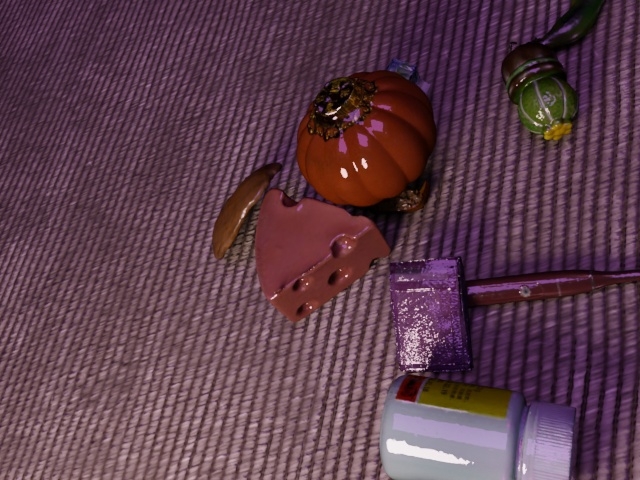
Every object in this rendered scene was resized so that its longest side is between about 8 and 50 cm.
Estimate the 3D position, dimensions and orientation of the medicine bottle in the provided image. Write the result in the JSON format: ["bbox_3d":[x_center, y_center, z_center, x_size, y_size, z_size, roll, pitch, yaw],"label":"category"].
[{"bbox_3d":[0.197,0.252,0.799,0.226,0.139,0.139,4,68,24],"label":"medicine bottle"}]

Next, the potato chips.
[{"bbox_3d":[-0.135,-0.060,1.081,0.202,0.049,0.150,-43,20,38],"label":"potato chips"}]

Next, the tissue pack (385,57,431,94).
[{"bbox_3d":[0.135,-0.240,1.097,0.079,0.085,0.111,27,77,29],"label":"tissue pack"}]

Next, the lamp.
[{"bbox_3d":[0.067,-0.156,0.962,0.223,0.196,0.223,-21,46,24],"label":"lamp"}]

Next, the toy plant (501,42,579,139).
[{"bbox_3d":[0.350,-0.232,1.004,0.093,0.093,0.162,-20,63,12],"label":"toy plant"}]

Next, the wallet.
[{"bbox_3d":[0.158,0.109,0.919,0.111,0.030,0.165,-7,85,19],"label":"wallet"}]

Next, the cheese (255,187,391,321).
[{"bbox_3d":[-0.024,-0.005,1.022,0.203,0.128,0.177,-37,58,3],"label":"cheese"}]

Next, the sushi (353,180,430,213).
[{"bbox_3d":[0.118,-0.068,1.039,0.120,0.055,0.052,0,72,24],"label":"sushi"}]

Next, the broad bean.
[{"bbox_3d":[0.424,-0.441,1.098,0.144,0.049,0.291,7,69,26],"label":"broad bean"}]

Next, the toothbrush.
[{"bbox_3d":[0.323,0.064,0.899,0.364,0.041,0.040,-8,63,19],"label":"toothbrush"}]
